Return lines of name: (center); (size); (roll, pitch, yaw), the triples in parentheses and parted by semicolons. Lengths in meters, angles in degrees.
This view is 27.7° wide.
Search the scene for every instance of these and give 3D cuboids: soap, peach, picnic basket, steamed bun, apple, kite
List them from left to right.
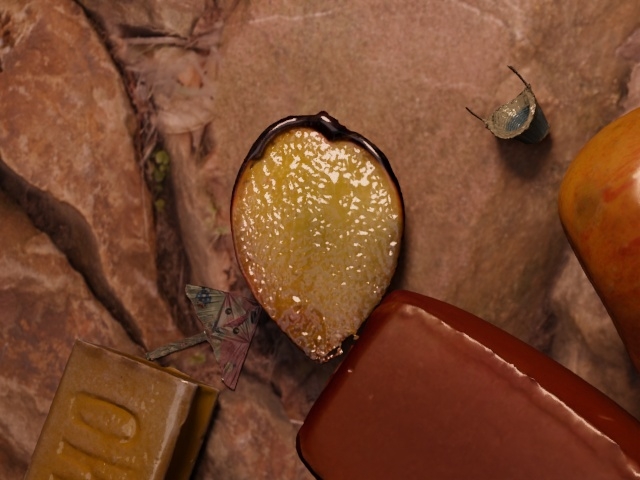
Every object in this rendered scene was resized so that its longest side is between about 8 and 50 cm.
soap: (-0.234, 0.263, 1.431); (0.174, 0.089, 0.274); (17, 86, 24)
kite: (-0.128, 0.110, 1.467); (0.153, 0.005, 0.137); (-31, 71, 12)
peach: (0.001, -0.001, 1.411); (0.189, 0.068, 0.279); (-3, 77, 11)
steamed bun: (0.173, 0.223, 1.211); (0.379, 0.248, 0.235); (33, 88, 37)
picnic basket: (0.200, -0.135, 1.361); (0.065, 0.083, 0.083); (-39, 114, 23)
apple: (0.370, -0.002, 1.161); (0.275, 0.299, 0.299); (-23, 73, 13)
